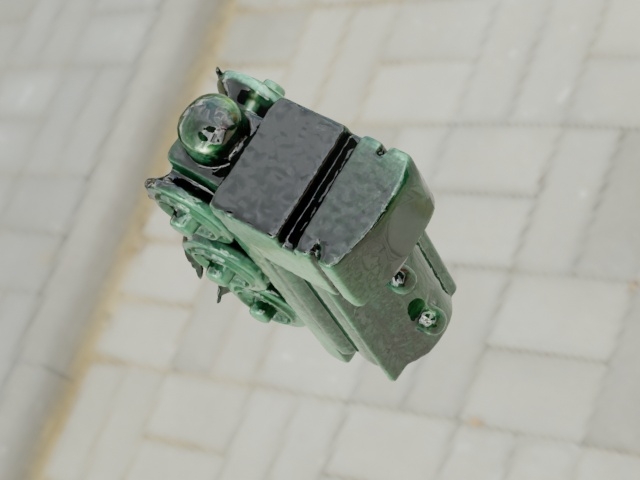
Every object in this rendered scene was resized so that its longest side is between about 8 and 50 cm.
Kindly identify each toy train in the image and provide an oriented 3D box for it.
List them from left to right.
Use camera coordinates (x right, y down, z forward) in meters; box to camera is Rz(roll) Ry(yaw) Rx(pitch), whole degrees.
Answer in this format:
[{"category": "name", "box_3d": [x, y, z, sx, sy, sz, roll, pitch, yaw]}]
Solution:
[{"category": "toy train", "box_3d": [0.000, 0.000, 0.758, 0.111, 0.170, 0.071, 28, 77, 27]}]
